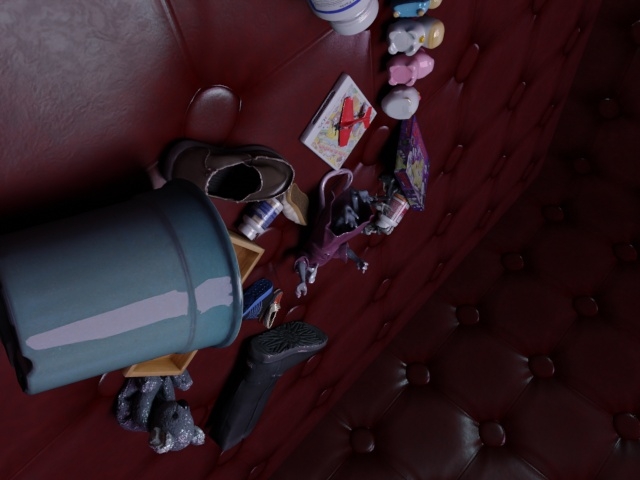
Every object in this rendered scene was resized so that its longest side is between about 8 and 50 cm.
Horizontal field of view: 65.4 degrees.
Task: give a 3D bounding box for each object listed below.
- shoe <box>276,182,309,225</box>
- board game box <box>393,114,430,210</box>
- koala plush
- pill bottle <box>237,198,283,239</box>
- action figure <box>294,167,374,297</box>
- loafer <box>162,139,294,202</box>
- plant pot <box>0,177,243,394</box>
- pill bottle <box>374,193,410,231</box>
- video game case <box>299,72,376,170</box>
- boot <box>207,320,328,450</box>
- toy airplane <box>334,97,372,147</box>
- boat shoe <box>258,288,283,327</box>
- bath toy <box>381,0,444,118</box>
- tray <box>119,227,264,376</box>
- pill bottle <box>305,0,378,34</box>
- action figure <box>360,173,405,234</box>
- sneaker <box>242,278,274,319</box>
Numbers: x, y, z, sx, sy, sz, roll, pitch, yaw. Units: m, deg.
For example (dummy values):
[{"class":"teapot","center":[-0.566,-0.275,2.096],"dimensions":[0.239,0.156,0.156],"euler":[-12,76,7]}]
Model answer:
[{"class":"shoe","center":[-0.077,-0.104,1.387],"dimensions":[0.219,0.058,0.077],"euler":[60,38,-65]},{"class":"board game box","center":[0.327,-0.259,1.748],"dimensions":[0.347,0.056,0.208],"euler":[41,53,-63]},{"class":"koala plush","center":[-0.414,0.469,1.322],"dimensions":[0.203,0.221,0.196],"euler":[-54,153,2]},{"class":"pill bottle","center":[-0.157,-0.062,1.284],"dimensions":[0.120,0.067,0.067],"euler":[-50,153,-7]},{"class":"action figure","center":[0.000,0.000,1.531],"dimensions":[0.248,0.276,0.370],"euler":[-11,152,-38]},{"class":"loafer","center":[-0.173,-0.130,1.110],"dimensions":[0.366,0.130,0.134],"euler":[-9,129,-54]},{"class":"plant pot","center":[-0.369,0.083,0.873],"dimensions":[0.334,0.341,0.341],"euler":[-16,135,-38]},{"class":"pill bottle","center":[0.273,-0.109,1.889],"dimensions":[0.152,0.086,0.086],"euler":[-56,153,5]},{"class":"video game case","center":[0.055,-0.316,1.371],"dimensions":[0.206,0.026,0.227],"euler":[-56,153,4]},{"class":"boot","center":[-0.187,0.528,1.828],"dimensions":[0.367,0.146,0.445],"euler":[-1,120,-48]},{"class":"toy airplane","center":[0.092,-0.322,1.362],"dimensions":[0.151,0.028,0.151],"euler":[-36,146,-29]},{"class":"boat shoe","center":[-0.156,0.224,1.643],"dimensions":[0.049,0.043,0.137],"euler":[10,112,-58]},{"class":"bath toy","center":[0.247,-0.500,1.366],"dimensions":[0.348,0.151,0.129],"euler":[91,8,-49]},{"class":"tray","center":[-0.327,0.155,1.262],"dimensions":[0.411,0.076,0.203],"euler":[-56,152,3]},{"class":"pill bottle","center":[0.021,-0.521,0.943],"dimensions":[0.152,0.152,0.272],"euler":[-54,153,1]},{"class":"action figure","center":[0.191,-0.099,1.717],"dimensions":[0.276,0.141,0.164],"euler":[-50,156,-14]},{"class":"sneaker","center":[-0.224,0.208,1.475],"dimensions":[0.232,0.081,0.090],"euler":[-34,140,-36]}]
